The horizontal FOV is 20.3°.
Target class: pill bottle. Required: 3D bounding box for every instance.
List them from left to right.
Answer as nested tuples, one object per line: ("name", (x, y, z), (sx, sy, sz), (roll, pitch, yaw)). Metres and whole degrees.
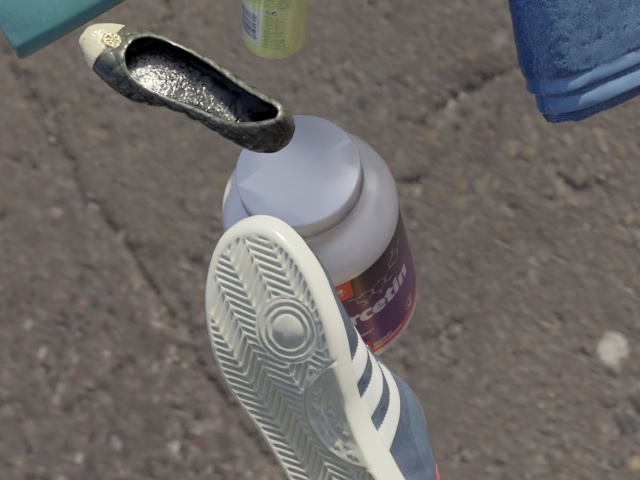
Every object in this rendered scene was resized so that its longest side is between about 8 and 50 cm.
("pill bottle", (0.000, 0.000, 1.880), (0.181, 0.323, 0.181), (-4, 65, 8))

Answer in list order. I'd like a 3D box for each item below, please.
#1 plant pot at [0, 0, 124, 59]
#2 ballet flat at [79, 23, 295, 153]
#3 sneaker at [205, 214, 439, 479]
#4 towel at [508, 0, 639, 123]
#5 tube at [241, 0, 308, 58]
("plant pot", (-0.077, -0.224, 0.899), (0.234, 0.165, 0.166), (-26, 12, 3))
("ballet flat", (-0.093, -0.115, 1.265), (0.173, 0.049, 0.057), (26, 65, 11))
("sneaker", (0.011, 0.126, 1.632), (0.131, 0.148, 0.350), (-14, 105, 29))
("towel", (0.079, -0.098, 0.517), (0.029, 0.067, 0.119), (30, 136, 55))
("tube", (-0.039, -0.265, 1.616), (0.070, 0.240, 0.062), (-11, 55, -9))
